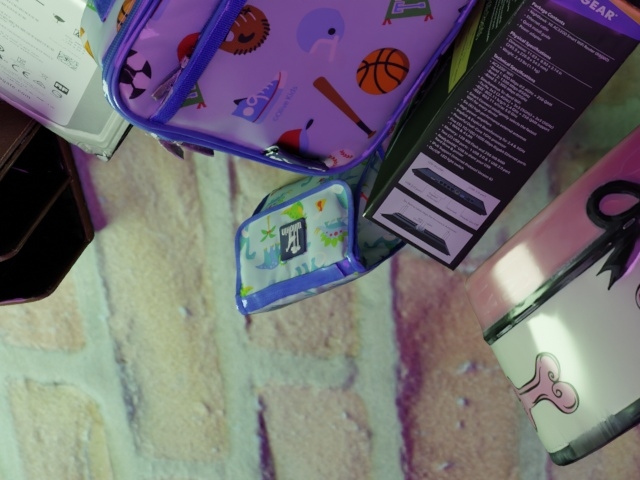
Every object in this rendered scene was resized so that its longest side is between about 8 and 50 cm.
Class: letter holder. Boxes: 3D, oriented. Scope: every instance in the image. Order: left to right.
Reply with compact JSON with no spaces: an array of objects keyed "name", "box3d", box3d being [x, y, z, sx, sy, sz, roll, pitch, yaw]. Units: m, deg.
[{"name":"letter holder","box3d":[-0.395,-0.009,1.572,0.302,0.214,0.152,-1,122,18]}]

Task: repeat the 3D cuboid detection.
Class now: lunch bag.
[{"name":"lunch bag","box3d":[-0.020,-0.185,1.176,0.243,0.115,0.303,16,118,-34]},{"name":"lunch bag","box3d":[0.000,0.000,1.492,0.129,0.151,0.096,-23,113,30]}]

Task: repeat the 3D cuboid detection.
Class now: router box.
[{"name":"router box","box3d":[0.150,-0.159,1.240,0.081,0.309,0.243,31,127,-7]}]

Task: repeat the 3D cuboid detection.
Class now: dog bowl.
[{"name":"dog bowl","box3d":[0.277,-0.023,1.258,0.150,0.408,0.408,49,125,5]}]

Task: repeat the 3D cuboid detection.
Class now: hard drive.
[{"name":"hard drive","box3d":[-0.226,-0.193,1.389,0.237,0.064,0.339,34,157,-7]}]
